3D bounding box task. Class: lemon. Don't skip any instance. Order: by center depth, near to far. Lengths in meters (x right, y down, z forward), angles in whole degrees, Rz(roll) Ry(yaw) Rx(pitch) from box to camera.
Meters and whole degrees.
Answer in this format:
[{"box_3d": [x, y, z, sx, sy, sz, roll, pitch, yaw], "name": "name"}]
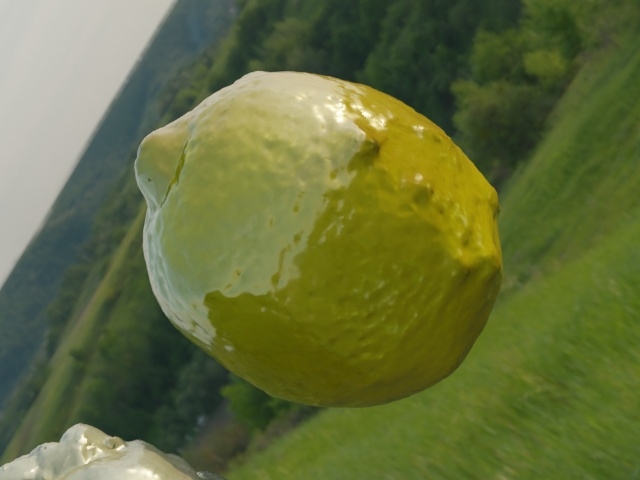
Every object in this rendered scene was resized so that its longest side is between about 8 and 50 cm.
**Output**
[{"box_3d": [0.000, 0.000, 0.846, 0.233, 0.288, 0.233, -51, 21, 28], "name": "lemon"}]

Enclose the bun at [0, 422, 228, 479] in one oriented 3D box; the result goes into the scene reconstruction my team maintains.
[{"box_3d": [-0.130, 0.244, 0.739, 0.281, 0.281, 0.205, -52, 21, 30], "name": "bun"}]
